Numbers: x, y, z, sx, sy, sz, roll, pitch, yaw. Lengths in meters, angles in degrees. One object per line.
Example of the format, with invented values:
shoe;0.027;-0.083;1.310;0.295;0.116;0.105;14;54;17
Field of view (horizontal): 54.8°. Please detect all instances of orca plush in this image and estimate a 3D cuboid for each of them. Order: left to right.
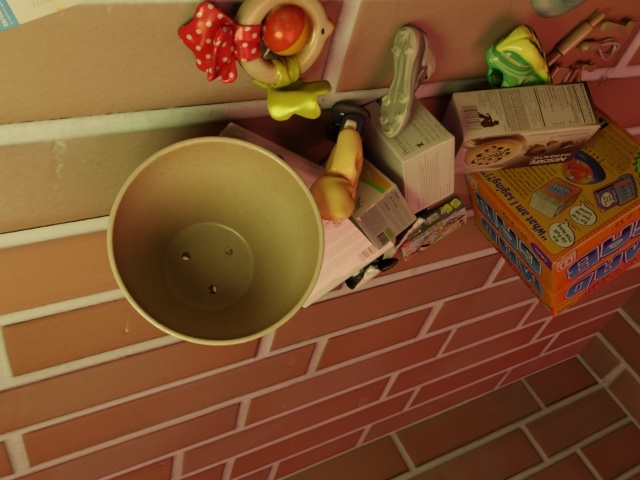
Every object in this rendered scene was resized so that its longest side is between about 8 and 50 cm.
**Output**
orca plush;0.152;-0.006;1.561;0.287;0.151;0.102;-38;115;12

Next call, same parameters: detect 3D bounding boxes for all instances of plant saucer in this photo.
plant saucer;0.519;-0.532;1.249;0.194;0.037;0.195;-21;145;-16

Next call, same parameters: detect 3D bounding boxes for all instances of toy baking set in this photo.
toy baking set;0.629;-0.448;1.458;0.256;0.030;0.196;-45;148;18

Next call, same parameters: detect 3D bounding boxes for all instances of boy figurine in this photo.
boy figurine;0.032;-0.129;1.144;0.092;0.285;0.177;16;138;0

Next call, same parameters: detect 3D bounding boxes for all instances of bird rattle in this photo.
bird rattle;-0.086;-0.319;0.989;0.253;0.143;0.207;30;101;-40

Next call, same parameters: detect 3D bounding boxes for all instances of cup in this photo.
cup;-0.182;0.023;1.052;0.331;0.331;0.237;-20;171;-19

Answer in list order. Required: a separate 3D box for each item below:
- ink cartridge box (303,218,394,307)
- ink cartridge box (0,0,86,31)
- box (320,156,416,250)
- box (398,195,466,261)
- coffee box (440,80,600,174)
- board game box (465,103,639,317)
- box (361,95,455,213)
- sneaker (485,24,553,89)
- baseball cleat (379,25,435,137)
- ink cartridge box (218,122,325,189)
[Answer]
ink cartridge box;0.000;0.000;1.463;0.275;0.060;0.239;-35;119;7
ink cartridge box;-0.331;-0.329;0.745;0.181;0.104;0.062;-25;146;-11
box;0.086;-0.094;1.273;0.103;0.203;0.114;-40;132;0
box;0.304;-0.031;1.699;0.207;0.036;0.114;-33;151;0
coffee box;0.425;-0.244;1.354;0.297;0.119;0.168;-6;159;-5
board game box;0.644;-0.088;1.624;0.356;0.357;0.356;-33;146;1
box;0.179;-0.184;1.280;0.119;0.181;0.182;-28;146;-8
sneaker;0.433;-0.369;1.350;0.123;0.110;0.295;-15;159;26
baseball cleat;0.174;-0.296;1.175;0.109;0.072;0.206;-2;108;-44
ink cartridge box;-0.161;-0.103;1.206;0.261;0.066;0.296;-46;145;19
